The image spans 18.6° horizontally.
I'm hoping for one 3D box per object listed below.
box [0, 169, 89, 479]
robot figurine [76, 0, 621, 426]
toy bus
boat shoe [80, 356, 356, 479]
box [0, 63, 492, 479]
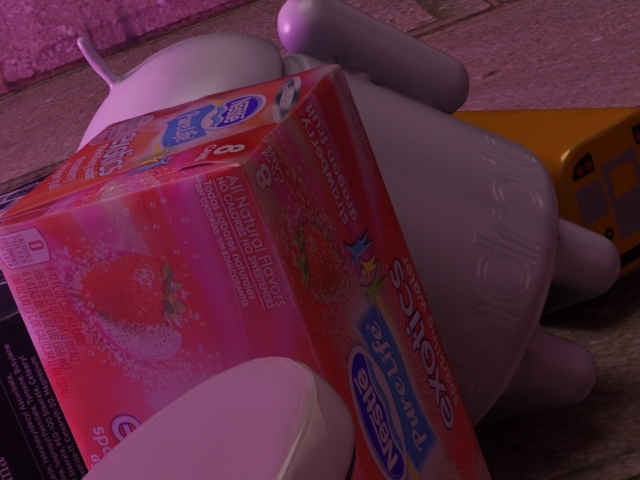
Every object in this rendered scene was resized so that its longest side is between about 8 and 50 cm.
[{"bbox_3d":[-0.141,0.056,1.417,0.312,0.179,0.343,-26,17,-13],"label":"box"},{"bbox_3d":[0.000,0.000,1.166,0.200,0.353,0.300,-34,39,62],"label":"robot figurine"},{"bbox_3d":[0.112,-0.023,1.453,0.108,0.130,0.333,-31,20,-31],"label":"toy bus"},{"bbox_3d":[-0.063,0.216,0.689,0.340,0.158,0.127,-55,31,-16],"label":"boat shoe"},{"bbox_3d":[-0.024,0.084,0.978,0.142,0.300,0.154,-13,17,24],"label":"box"}]
